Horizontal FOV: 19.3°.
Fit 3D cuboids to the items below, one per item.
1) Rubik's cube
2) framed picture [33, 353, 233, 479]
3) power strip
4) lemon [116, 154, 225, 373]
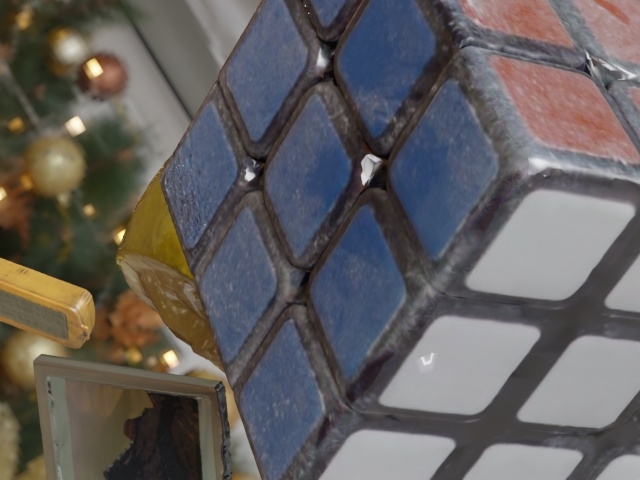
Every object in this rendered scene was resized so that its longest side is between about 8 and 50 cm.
[{"bbox_3d":[0.115,-0.021,1.184,0.304,0.305,0.301,10,130,-30],"label":"Rubik's cube"},{"bbox_3d":[-0.165,0.237,1.721,0.192,0.265,0.018,5,-158,22],"label":"framed picture"},{"bbox_3d":[-0.261,0.039,1.531,0.049,0.178,0.028,92,23,-45],"label":"power strip"},{"bbox_3d":[0.000,0.000,1.893,0.364,0.364,0.364,-31,170,-6],"label":"lemon"}]
